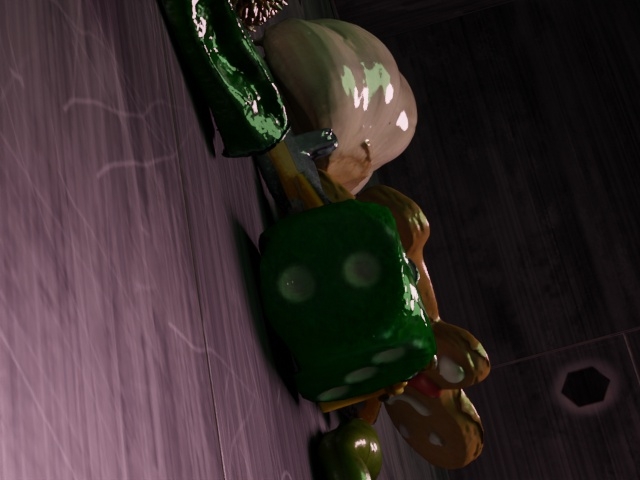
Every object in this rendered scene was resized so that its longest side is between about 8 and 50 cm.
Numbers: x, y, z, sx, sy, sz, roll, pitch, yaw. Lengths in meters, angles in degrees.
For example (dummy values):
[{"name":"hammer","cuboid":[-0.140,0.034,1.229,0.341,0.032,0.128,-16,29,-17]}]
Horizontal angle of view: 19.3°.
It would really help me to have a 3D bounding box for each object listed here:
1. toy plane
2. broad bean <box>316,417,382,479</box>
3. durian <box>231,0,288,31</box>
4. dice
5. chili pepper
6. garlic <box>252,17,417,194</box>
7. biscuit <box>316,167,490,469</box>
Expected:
[{"name":"toy plane","cuboid":[0.011,-0.002,1.693,0.204,0.103,0.316,129,-52,-60]},{"name":"broad bean","cuboid":[0.027,0.182,1.585,0.213,0.048,0.070,-67,141,-81]},{"name":"durian","cuboid":[-0.064,-0.258,1.701,0.188,0.091,0.148,-85,159,-72]},{"name":"dice","cuboid":[0.020,0.048,1.509,0.128,0.120,0.131,62,12,-65]},{"name":"chili pepper","cuboid":[-0.088,-0.170,1.394,0.088,0.059,0.227,-107,174,-55]},{"name":"garlic","cuboid":[0.019,-0.142,1.881,0.229,0.143,0.178,73,-7,-68]},{"name":"biscuit","cuboid":[0.070,0.090,1.831,0.216,0.047,0.339,17,-46,49]}]
